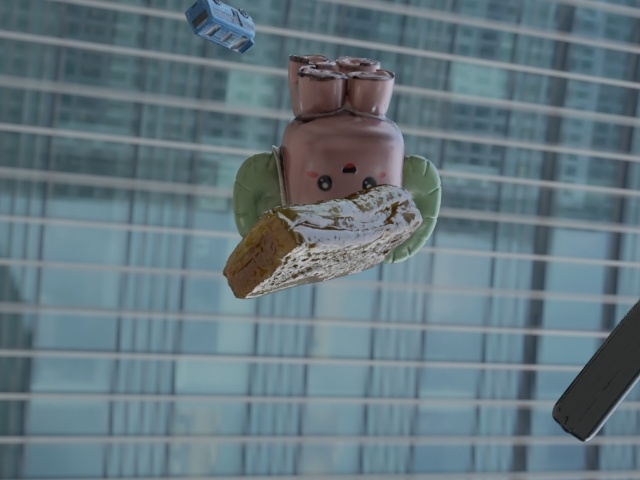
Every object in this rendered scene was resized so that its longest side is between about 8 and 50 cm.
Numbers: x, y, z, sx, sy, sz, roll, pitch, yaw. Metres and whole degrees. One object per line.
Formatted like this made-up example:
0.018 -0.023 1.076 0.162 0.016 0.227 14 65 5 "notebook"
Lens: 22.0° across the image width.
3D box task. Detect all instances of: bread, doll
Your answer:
0.001 0.001 1.924 0.139 0.271 0.077 -44 -108 36 "bread"
0.025 -0.102 2.221 0.216 0.284 0.268 -114 -152 -72 "doll"

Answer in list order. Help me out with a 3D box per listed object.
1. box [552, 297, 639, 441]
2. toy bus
0.303 0.109 1.617 0.050 0.230 0.160 38 -76 10 "box"
-0.113 -0.249 1.904 0.038 0.083 0.046 -39 -126 26 "toy bus"
